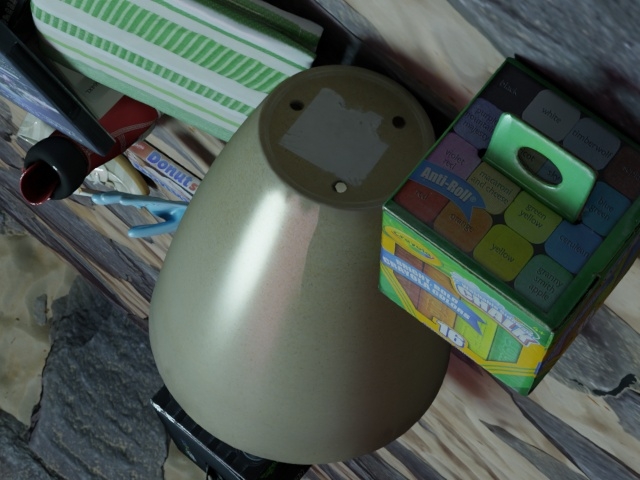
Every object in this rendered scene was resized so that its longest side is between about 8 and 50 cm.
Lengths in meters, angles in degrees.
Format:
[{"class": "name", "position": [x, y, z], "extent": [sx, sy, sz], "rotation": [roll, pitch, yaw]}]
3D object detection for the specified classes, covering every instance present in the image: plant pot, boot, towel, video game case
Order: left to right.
[{"class": "video game case", "position": [-0.319, -0.184, 1.432], "extent": [0.196, 0.026, 0.274], "rotation": [31, 171, 28]}, {"class": "boot", "position": [-0.258, -0.103, 1.652], "extent": [0.088, 0.176, 0.244], "rotation": [48, 166, -8]}, {"class": "towel", "position": [-0.123, -0.161, 1.270], "extent": [0.247, 0.038, 0.325], "rotation": [24, 168, -3]}, {"class": "plant pot", "position": [0.000, 0.000, 1.191], "extent": [0.256, 0.256, 0.274], "rotation": [38, 151, 15]}]

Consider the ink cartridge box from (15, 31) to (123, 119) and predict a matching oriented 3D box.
[{"class": "ink cartridge box", "position": [-0.235, -0.189, 1.504], "extent": [0.143, 0.092, 0.090], "rotation": [24, 158, 48]}]

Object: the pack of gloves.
[{"class": "pack of gloves", "position": [-0.140, -0.017, 1.631], "extent": [0.232, 0.046, 0.195], "rotation": [9, 178, -17]}]

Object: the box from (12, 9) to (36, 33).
[{"class": "box", "position": [-0.298, -0.270, 1.390], "extent": [0.231, 0.056, 0.183], "rotation": [4, 142, 48]}]

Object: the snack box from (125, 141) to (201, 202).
[{"class": "snack box", "position": [-0.164, -0.066, 1.848], "extent": [0.178, 0.022, 0.064], "rotation": [34, 166, 26]}]

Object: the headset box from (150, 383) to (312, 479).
[{"class": "headset box", "position": [-0.033, 0.137, 1.564], "extent": [0.131, 0.283, 0.246], "rotation": [39, 166, 12]}]

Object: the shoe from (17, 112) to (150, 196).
[{"class": "shoe", "position": [-0.315, -0.109, 2.055], "extent": [0.219, 0.058, 0.076], "rotation": [36, 166, 23]}]

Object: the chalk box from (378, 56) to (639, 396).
[{"class": "chalk box", "position": [0.126, -0.010, 0.971], "extent": [0.132, 0.132, 0.213], "rotation": [37, 166, 14]}]

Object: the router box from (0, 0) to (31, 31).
[{"class": "router box", "position": [-0.281, -0.238, 1.314], "extent": [0.092, 0.038, 0.122], "rotation": [37, 155, -7]}]
